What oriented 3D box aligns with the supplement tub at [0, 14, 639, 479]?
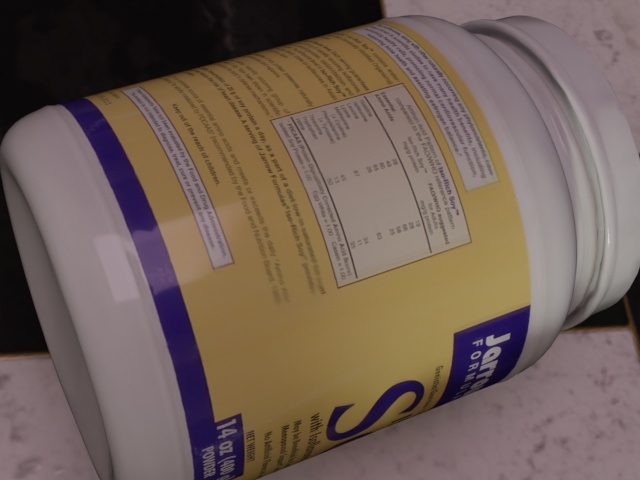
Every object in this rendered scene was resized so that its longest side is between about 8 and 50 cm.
[{"bbox_3d":[0.000,0.000,0.660,0.331,0.241,0.241,-18,68,-19],"label":"supplement tub"}]
